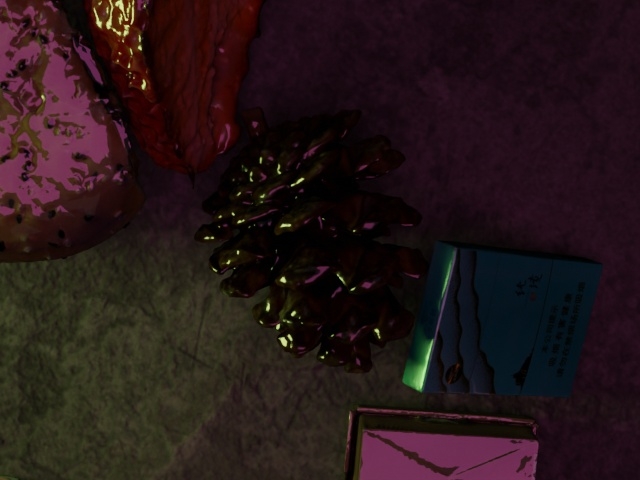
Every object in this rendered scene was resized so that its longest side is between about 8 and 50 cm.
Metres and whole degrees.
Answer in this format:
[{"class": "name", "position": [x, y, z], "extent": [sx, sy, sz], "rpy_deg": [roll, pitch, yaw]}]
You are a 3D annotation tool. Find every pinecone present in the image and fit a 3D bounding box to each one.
[{"class": "pinecone", "position": [0.000, 0.000, 1.652], "extent": [0.244, 0.244, 0.309], "rpy_deg": [-29, 113, 2]}]

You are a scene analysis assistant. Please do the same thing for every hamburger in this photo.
[{"class": "hamburger", "position": [-0.344, -0.119, 1.635], "extent": [0.277, 0.195, 0.318], "rpy_deg": [-29, 100, -1]}]

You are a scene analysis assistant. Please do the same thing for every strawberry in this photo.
[{"class": "strawberry", "position": [-0.156, -0.235, 1.640], "extent": [0.150, 0.280, 0.253], "rpy_deg": [17, 56, 21]}]

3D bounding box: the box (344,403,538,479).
[{"class": "box", "position": [0.131, 0.301, 1.780], "extent": [0.215, 0.086, 0.215], "rpy_deg": [4, 98, -3]}]

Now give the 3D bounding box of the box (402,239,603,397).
[{"class": "box", "position": [0.200, 0.089, 1.716], "extent": [0.226, 0.042, 0.160], "rpy_deg": [7, 99, -38]}]

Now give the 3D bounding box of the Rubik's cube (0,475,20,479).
[{"class": "Rubik's cube", "position": [-0.298, 0.379, 1.741], "extent": [0.233, 0.228, 0.228], "rpy_deg": [37, 52, -42]}]
